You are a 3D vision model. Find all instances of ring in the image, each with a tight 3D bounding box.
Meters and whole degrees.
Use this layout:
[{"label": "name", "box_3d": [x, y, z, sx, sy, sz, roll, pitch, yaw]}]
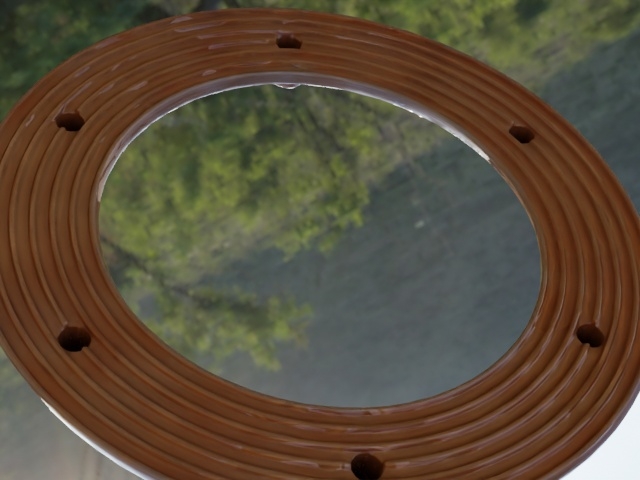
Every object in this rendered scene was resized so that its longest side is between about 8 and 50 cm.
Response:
[{"label": "ring", "box_3d": [0.000, 0.000, 0.661, 0.336, 0.336, 0.032, -30, 149, -33]}]
